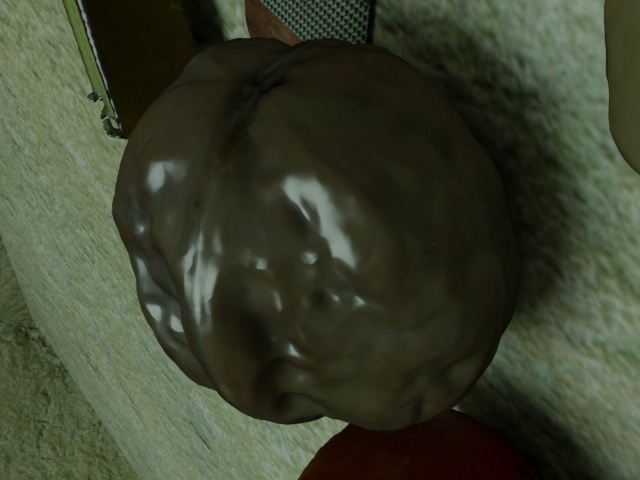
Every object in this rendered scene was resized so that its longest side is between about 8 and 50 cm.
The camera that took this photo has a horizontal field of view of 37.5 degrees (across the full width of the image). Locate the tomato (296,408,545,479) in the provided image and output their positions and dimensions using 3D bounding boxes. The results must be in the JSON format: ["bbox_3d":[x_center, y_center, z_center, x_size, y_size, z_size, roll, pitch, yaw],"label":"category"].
[{"bbox_3d":[0.108,0.278,0.666,0.143,0.338,0.338,-17,102,38],"label":"tomato"}]

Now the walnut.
[{"bbox_3d":[-0.003,0.000,0.610,0.227,0.273,0.273,-90,-2,-45],"label":"walnut"}]

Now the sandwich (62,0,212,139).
[{"bbox_3d":[-0.177,-0.227,0.847,0.122,0.128,0.236,37,146,51],"label":"sandwich"}]

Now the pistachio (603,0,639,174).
[{"bbox_3d":[0.175,-0.089,0.296,0.136,0.136,0.226,58,149,9],"label":"pistachio"}]

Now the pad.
[{"bbox_3d":[-0.080,-0.240,0.718,0.323,0.055,0.250,30,146,21],"label":"pad"}]
